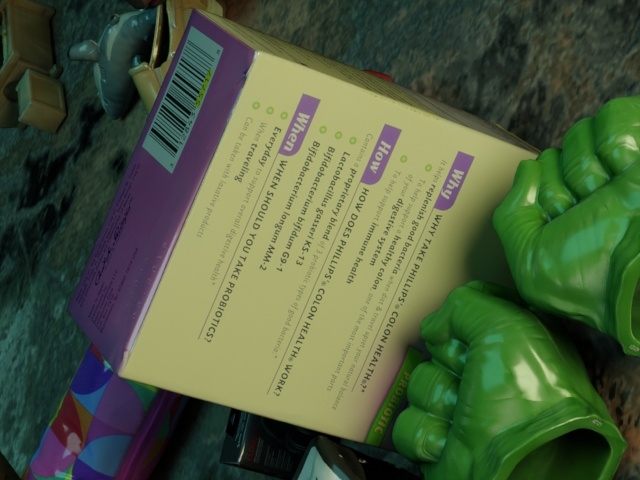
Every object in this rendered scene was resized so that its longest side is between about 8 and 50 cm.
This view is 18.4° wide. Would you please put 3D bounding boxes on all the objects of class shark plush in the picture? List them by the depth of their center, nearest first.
[{"bbox_3d":[-0.166,-0.179,1.855,0.161,0.073,0.067,-35,66,40],"label":"shark plush"}]

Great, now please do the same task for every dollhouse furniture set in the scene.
[{"bbox_3d":[-0.367,-0.181,2.079,0.101,0.161,0.182,-51,34,32],"label":"dollhouse furniture set"}]

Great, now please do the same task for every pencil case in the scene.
[{"bbox_3d":[-0.163,0.142,1.608,0.236,0.104,0.104,-62,30,19],"label":"pencil case"}]

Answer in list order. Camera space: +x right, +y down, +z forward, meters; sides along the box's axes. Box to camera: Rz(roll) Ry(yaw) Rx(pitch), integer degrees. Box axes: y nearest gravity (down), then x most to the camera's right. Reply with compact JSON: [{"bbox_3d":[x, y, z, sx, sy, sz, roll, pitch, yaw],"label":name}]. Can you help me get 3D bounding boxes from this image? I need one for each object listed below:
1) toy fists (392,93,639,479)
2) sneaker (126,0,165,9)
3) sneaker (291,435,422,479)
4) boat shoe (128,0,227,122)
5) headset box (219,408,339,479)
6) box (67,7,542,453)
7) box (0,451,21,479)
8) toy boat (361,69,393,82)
[{"bbox_3d":[0.136,0.042,1.148,0.279,0.096,0.142,-61,29,21],"label":"toy fists"},{"bbox_3d":[-0.095,-0.255,1.665,0.162,0.106,0.281,-47,17,-9],"label":"sneaker"},{"bbox_3d":[-0.036,0.264,1.290,0.447,0.169,0.257,-7,59,50],"label":"sneaker"},{"bbox_3d":[-0.138,-0.136,1.749,0.068,0.072,0.190,-21,56,55],"label":"boat shoe"},{"bbox_3d":[-0.030,0.135,1.391,0.032,0.083,0.062,-7,67,59],"label":"headset box"},{"bbox_3d":[0.000,0.000,1.252,0.213,0.243,0.117,-67,28,10],"label":"box"},{"bbox_3d":[-0.252,0.245,1.654,0.021,0.164,0.201,-31,35,-2],"label":"box"},{"bbox_3d":[-0.030,-0.057,1.434,0.231,0.151,0.151,-2,72,60],"label":"toy boat"}]
